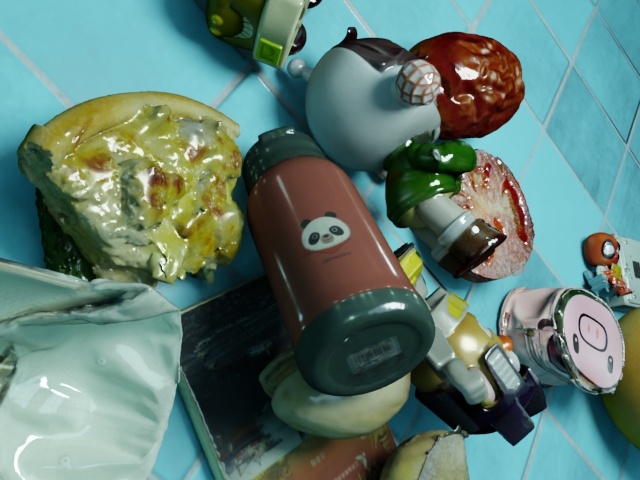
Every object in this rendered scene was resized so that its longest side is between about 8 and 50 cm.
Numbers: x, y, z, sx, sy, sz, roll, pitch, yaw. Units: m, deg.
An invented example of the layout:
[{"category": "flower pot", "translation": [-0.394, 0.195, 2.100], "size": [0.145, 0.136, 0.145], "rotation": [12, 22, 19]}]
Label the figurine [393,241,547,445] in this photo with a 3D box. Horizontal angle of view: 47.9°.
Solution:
[{"category": "figurine", "translation": [0.166, 0.142, 0.953], "size": [0.308, 0.143, 0.308], "rotation": [40, 27, -26]}]

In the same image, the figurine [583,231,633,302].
[{"category": "figurine", "translation": [0.550, 0.046, 1.401], "size": [0.068, 0.075, 0.140], "rotation": [19, 54, -34]}]

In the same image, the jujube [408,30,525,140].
[{"category": "jujube", "translation": [0.225, -0.244, 1.150], "size": [0.250, 0.174, 0.174], "rotation": [-23, 93, -54]}]

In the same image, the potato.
[{"category": "potato", "translation": [0.127, 0.358, 0.883], "size": [0.138, 0.098, 0.243], "rotation": [-7, 85, -45]}]

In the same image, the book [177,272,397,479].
[{"category": "book", "translation": [-0.025, 0.222, 0.875], "size": [0.263, 0.028, 0.373], "rotation": [-24, 92, -45]}]

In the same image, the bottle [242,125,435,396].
[{"category": "bottle", "translation": [0.000, 0.000, 0.812], "size": [0.144, 0.144, 0.336], "rotation": [17, 35, -37]}]

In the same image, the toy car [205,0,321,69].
[{"category": "toy car", "translation": [-0.083, -0.363, 0.917], "size": [0.198, 0.204, 0.247], "rotation": [21, 72, -6]}]

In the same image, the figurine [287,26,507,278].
[{"category": "figurine", "translation": [0.102, -0.122, 0.955], "size": [0.167, 0.281, 0.370], "rotation": [-30, 76, -13]}]

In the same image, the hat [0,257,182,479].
[{"category": "hat", "translation": [-0.280, 0.135, 0.624], "size": [0.302, 0.168, 0.257], "rotation": [20, 79, -9]}]

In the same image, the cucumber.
[{"category": "cucumber", "translation": [-0.249, -0.006, 0.727], "size": [0.069, 0.069, 0.227], "rotation": [-2, 81, -41]}]

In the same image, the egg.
[{"category": "egg", "translation": [0.634, 0.263, 1.283], "size": [0.250, 0.250, 0.322], "rotation": [-43, 109, -40]}]

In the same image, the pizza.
[{"category": "pizza", "translation": [-0.159, -0.048, 0.755], "size": [0.323, 0.090, 0.223], "rotation": [-22, 101, -61]}]

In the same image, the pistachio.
[{"category": "pistachio", "translation": [0.020, 0.164, 0.828], "size": [0.185, 0.124, 0.124], "rotation": [4, 74, -34]}]

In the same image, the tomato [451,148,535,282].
[{"category": "tomato", "translation": [0.237, -0.034, 1.143], "size": [0.225, 0.085, 0.224], "rotation": [11, 72, -35]}]

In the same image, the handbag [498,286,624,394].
[{"category": "handbag", "translation": [0.403, 0.163, 1.204], "size": [0.205, 0.116, 0.179], "rotation": [31, 60, -32]}]

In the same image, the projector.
[{"category": "projector", "translation": [0.615, 0.067, 1.458], "size": [0.115, 0.061, 0.147], "rotation": [12, 68, -37]}]
